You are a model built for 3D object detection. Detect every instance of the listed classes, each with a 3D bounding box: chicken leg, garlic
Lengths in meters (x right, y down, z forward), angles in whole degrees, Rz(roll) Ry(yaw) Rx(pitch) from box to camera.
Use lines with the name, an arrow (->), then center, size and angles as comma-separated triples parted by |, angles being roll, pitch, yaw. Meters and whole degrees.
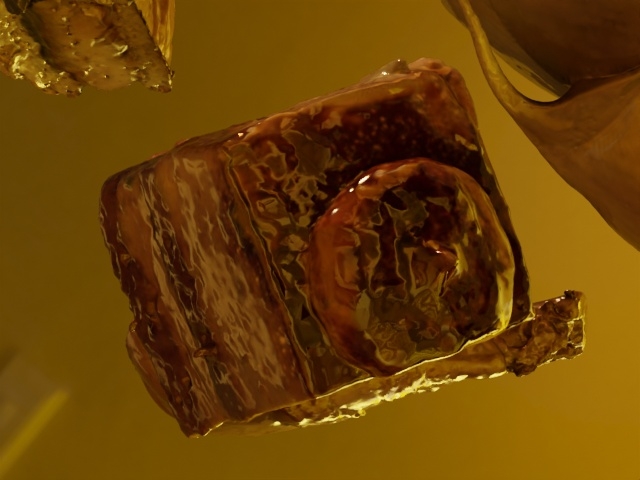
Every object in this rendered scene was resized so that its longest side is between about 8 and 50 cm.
chicken leg -> 0.032, 0.091, 1.731 | 0.295, 0.409, 0.182 | 99, 165, -68
garlic -> 0.199, -0.089, 1.034 | 0.340, 0.231, 0.246 | 4, 168, 2

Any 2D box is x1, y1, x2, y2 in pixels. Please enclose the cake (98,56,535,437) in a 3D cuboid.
cake -> 0.000, 0.000, 1.230 | 0.293, 0.196, 0.199 | -20, 88, 65

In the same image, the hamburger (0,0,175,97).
hamburger -> -0.173, -0.190, 1.242 | 0.124, 0.131, 0.262 | -2, 161, 7
